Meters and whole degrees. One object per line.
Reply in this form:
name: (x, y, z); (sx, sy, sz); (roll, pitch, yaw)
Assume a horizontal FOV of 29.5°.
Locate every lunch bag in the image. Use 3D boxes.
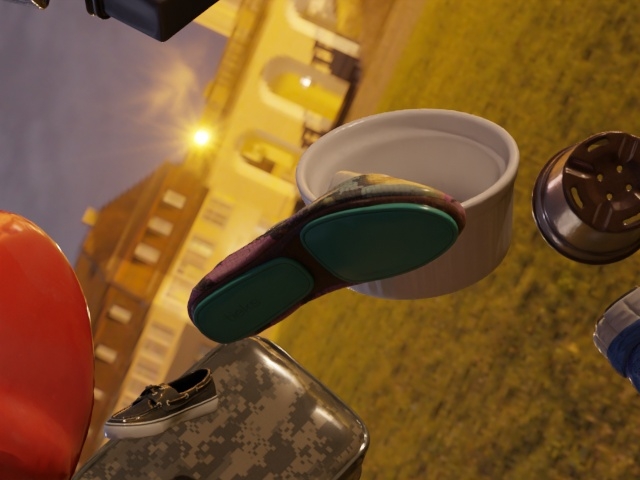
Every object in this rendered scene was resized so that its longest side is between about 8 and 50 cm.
lunch bag: (-0.116, 0.288, 1.307); (0.305, 0.213, 0.256); (-43, -20, -28)

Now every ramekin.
ramekin: (0.114, -0.045, 1.534); (0.277, 0.277, 0.135); (-66, -28, -53)

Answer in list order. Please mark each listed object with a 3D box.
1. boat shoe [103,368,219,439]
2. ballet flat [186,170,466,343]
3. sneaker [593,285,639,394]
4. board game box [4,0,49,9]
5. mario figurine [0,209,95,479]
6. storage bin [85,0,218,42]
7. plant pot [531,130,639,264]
boat shoe: (-0.145, 0.148, 1.103); (0.142, 0.049, 0.040); (-12, -82, -57)
ballet flat: (0.000, 0.000, 0.824); (0.221, 0.077, 0.079); (-28, 32, 31)
sneaker: (0.404, 0.044, 1.024); (0.330, 0.147, 0.130); (-37, -18, 16)
board game box: (-0.367, -0.354, 1.055); (0.141, 0.291, 0.232); (95, -172, -87)
mario figurine: (-0.231, 0.110, 0.518); (0.320, 0.170, 0.198); (-49, 7, -3)
storage bin: (-0.153, -0.254, 1.192); (0.135, 0.091, 0.098); (-43, -24, -28)
plant pot: (0.357, -0.059, 1.525); (0.165, 0.167, 0.167); (57, -122, -82)
